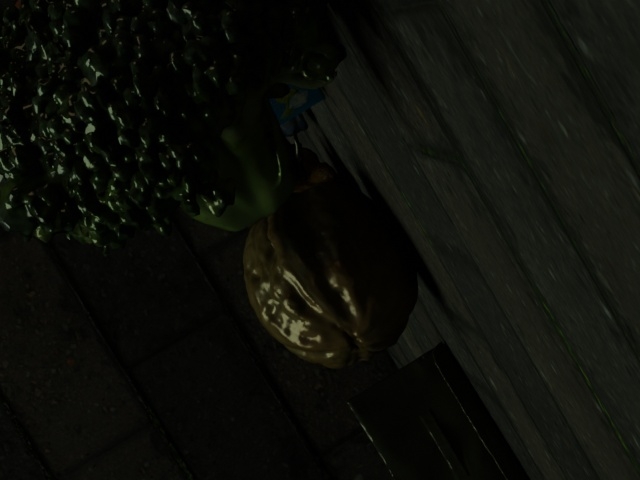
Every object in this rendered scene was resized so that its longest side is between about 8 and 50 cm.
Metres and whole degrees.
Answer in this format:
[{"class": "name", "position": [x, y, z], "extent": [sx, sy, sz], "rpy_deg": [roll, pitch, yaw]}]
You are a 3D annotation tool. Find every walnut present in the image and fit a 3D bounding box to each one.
[{"class": "walnut", "position": [0.009, 0.038, 2.094], "extent": [0.198, 0.198, 0.245], "rpy_deg": [62, -176, -51]}]

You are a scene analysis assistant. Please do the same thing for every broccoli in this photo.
[{"class": "broccoli", "position": [-0.136, -0.139, 1.427], "extent": [0.324, 0.334, 0.272], "rpy_deg": [46, 175, 21]}]

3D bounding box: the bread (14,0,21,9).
[{"class": "bread", "position": [-0.211, -0.204, 1.910], "extent": [0.244, 0.123, 0.190], "rpy_deg": [44, -153, 7]}]

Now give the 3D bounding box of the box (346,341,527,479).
[{"class": "box", "position": [0.158, 0.275, 2.385], "extent": [0.231, 0.149, 0.155], "rpy_deg": [58, 178, 10]}]

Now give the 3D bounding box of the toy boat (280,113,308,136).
[{"class": "toy boat", "position": [-0.092, -0.216, 2.383], "extent": [0.283, 0.078, 0.127], "rpy_deg": [58, 174, 47]}]

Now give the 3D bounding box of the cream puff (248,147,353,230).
[{"class": "cream puff", "position": [0.000, 0.000, 2.370], "extent": [0.269, 0.155, 0.241], "rpy_deg": [67, 170, -16]}]

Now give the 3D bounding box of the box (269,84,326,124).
[{"class": "box", "position": [-0.079, -0.234, 1.948], "extent": [0.139, 0.073, 0.194], "rpy_deg": [58, 177, 39]}]
